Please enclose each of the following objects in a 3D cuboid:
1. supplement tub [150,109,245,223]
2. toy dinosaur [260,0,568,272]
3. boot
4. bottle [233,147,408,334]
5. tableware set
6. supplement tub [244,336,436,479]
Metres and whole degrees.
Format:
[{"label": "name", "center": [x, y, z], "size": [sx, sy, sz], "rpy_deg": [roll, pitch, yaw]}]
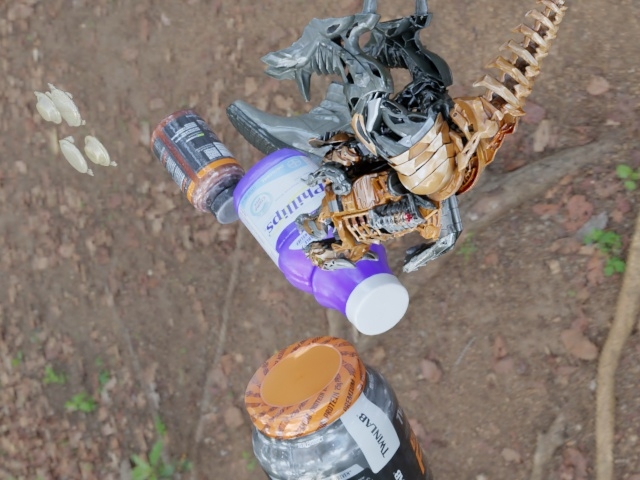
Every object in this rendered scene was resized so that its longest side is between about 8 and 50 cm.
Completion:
[{"label": "supplement tub", "center": [-0.194, -0.119, 1.477], "size": [0.198, 0.106, 0.106], "rpy_deg": [51, 128, 25]}, {"label": "toy dinosaur", "center": [0.083, -0.100, 0.788], "size": [0.322, 0.164, 0.218], "rpy_deg": [-34, 77, 18]}, {"label": "boot", "center": [-0.014, -0.193, 1.428], "size": [0.246, 0.083, 0.161], "rpy_deg": [32, 78, 1]}, {"label": "bottle", "center": [0.000, 0.000, 1.023], "size": [0.118, 0.092, 0.283], "rpy_deg": [-40, 44, -1]}, {"label": "tableware set", "center": [-0.385, -0.170, 1.377], "size": [0.141, 0.020, 0.169], "rpy_deg": [10, 134, 47]}, {"label": "supplement tub", "center": [0.038, 0.311, 1.226], "size": [0.207, 0.207, 0.338], "rpy_deg": [4, 129, 43]}]
